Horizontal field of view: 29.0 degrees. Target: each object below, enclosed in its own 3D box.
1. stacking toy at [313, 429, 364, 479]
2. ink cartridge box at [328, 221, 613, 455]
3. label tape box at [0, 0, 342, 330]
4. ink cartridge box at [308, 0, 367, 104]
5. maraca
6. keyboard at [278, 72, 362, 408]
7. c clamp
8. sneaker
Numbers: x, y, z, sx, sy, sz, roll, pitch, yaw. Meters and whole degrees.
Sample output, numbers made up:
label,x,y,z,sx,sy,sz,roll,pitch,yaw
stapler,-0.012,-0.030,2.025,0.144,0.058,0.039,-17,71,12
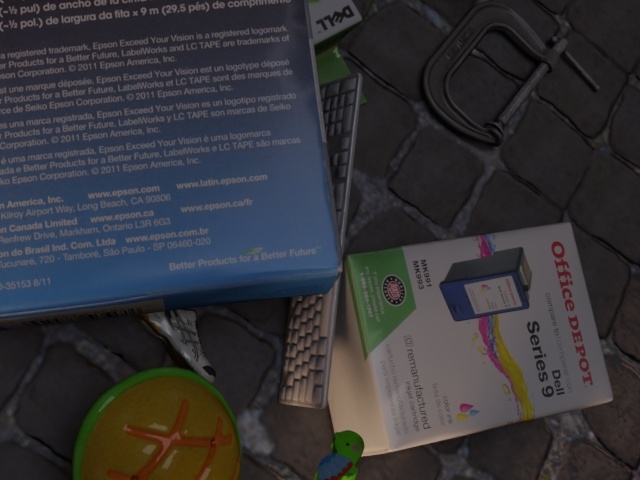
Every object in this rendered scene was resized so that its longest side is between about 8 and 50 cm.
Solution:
label,x,y,z,sx,sy,sz,roll,pitch,yaw
stacking toy,-0.066,0.225,0.847,0.221,0.167,0.052,-30,62,-29
ink cartridge box,0.112,0.078,0.993,0.212,0.093,0.154,-7,81,-26
label tape box,-0.132,-0.123,0.885,0.249,0.115,0.348,-7,79,-6
ink cartridge box,-0.042,-0.190,1.001,0.109,0.062,0.209,-31,92,-27
maraca,-0.109,0.176,0.875,0.127,0.099,0.186,-21,114,-23
keyboard,0.000,0.000,0.954,0.014,0.072,0.256,9,83,-23
c clamp,0.168,-0.144,1.105,0.137,0.022,0.160,49,64,-7
sneaker,-0.102,0.071,0.934,0.037,0.032,0.083,-42,97,-25
